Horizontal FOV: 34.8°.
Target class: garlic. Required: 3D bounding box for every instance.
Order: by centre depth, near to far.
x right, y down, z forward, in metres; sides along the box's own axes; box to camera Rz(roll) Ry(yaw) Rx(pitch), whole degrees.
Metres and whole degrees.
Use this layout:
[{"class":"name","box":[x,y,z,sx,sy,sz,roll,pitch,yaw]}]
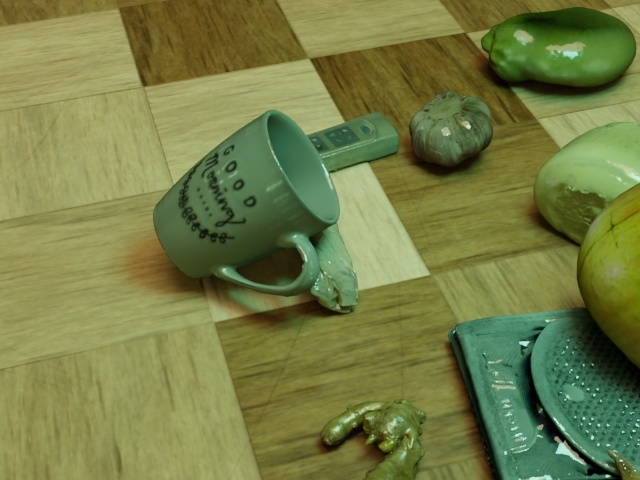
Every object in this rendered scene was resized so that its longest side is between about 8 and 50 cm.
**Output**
[{"class":"garlic","box":[0.224,-0.184,1.735,0.147,0.102,0.159,-25,32,-6]}]

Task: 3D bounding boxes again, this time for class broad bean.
[{"class":"broad bean","box":[0.453,-0.365,1.926,0.291,0.119,0.238,-6,32,-9]}]

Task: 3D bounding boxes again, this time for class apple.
[{"class":"apple","box":[0.471,0.044,1.319,0.233,0.286,0.286,-41,25,24]}]

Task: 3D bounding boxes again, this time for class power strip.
[{"class":"power strip","box":[0.005,-0.152,1.746,0.285,0.048,0.080,-20,43,-18]}]

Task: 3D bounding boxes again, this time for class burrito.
[{"class":"burrito","box":[0.000,0.000,1.554,0.082,0.059,0.275,31,26,-31]}]

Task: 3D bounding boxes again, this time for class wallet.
[{"class":"wallet","box":[0.314,0.212,1.293,0.237,0.075,0.342,-3,40,-7]}]

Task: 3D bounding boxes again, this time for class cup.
[{"class":"cup","box":[-0.103,-0.021,1.472,0.234,0.186,0.258,-31,64,19]}]

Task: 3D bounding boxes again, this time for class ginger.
[{"class":"ginger","box":[0.080,0.263,1.252,0.193,0.053,0.176,28,54,32]}]

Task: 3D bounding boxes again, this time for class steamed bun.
[{"class":"steamed bun","box":[0.475,-0.093,1.569,0.232,0.166,0.273,-34,50,-31]}]

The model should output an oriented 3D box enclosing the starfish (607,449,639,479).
[{"class":"starfish","box":[0.433,0.334,1.069,0.299,0.060,0.302,6,60,27]}]
